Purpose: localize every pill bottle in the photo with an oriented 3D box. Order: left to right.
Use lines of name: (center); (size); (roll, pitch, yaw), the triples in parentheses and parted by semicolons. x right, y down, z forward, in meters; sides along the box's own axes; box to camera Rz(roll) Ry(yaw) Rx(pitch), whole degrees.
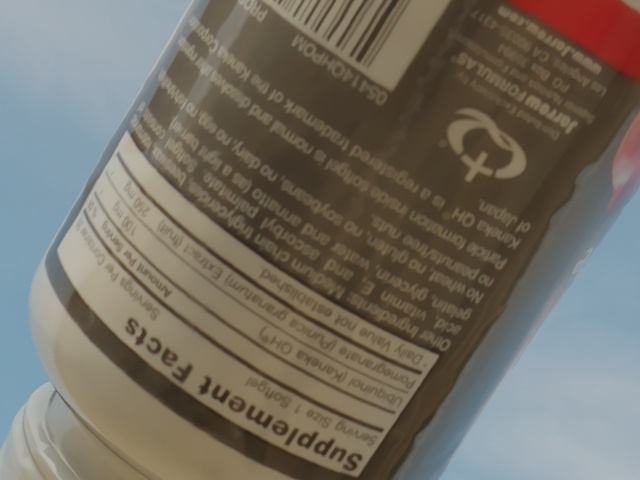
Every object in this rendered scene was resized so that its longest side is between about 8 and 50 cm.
pill bottle: (0.000, 0.000, 0.515); (0.176, 0.176, 0.318); (31, -76, -5)
